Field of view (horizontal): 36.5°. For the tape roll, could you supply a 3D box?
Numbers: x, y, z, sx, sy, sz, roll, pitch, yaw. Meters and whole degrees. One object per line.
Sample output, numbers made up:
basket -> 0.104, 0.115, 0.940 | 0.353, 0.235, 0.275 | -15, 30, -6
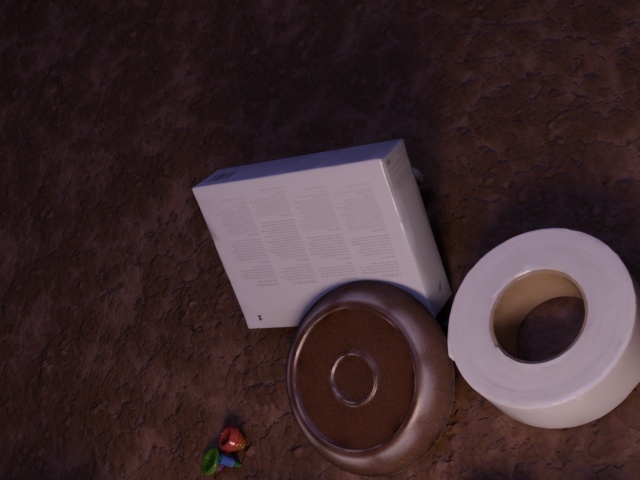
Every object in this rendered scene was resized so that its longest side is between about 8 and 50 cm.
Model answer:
tape roll -> 0.334, 0.128, 1.425 | 0.286, 0.100, 0.286 | -17, 55, 27

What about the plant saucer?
plant saucer -> 0.061, 0.217, 1.527 | 0.311, 0.050, 0.310 | -4, 83, 33

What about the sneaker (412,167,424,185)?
sneaker -> 0.057, -0.038, 1.730 | 0.296, 0.105, 0.146 | -15, 58, 36

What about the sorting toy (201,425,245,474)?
sorting toy -> -0.162, 0.371, 1.683 | 0.102, 0.042, 0.061 | -55, 30, 12

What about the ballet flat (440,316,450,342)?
ballet flat -> 0.176, 0.177, 1.540 | 0.173, 0.049, 0.057 | -47, 35, 2

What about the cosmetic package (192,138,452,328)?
cosmetic package -> 0.000, 0.000, 1.622 | 0.377, 0.284, 0.097 | -6, 22, 33
